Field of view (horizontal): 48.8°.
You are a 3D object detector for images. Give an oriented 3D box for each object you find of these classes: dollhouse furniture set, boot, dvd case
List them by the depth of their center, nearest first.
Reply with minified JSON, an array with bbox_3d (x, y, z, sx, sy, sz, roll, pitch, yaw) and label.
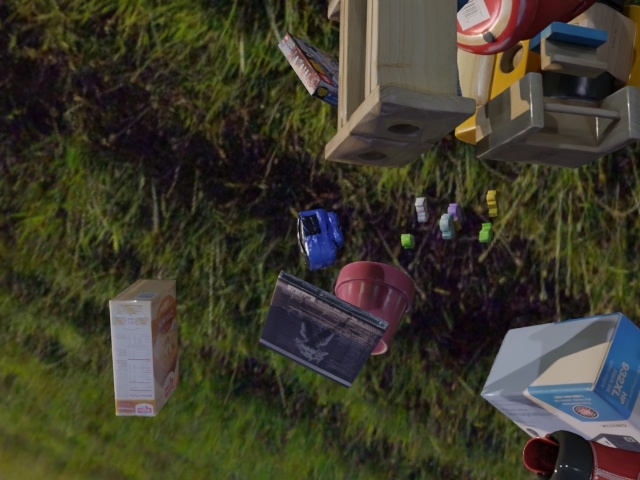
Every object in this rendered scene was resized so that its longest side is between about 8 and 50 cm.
[{"bbox_3d":[0.107,-0.125,0.510,0.183,0.129,0.129,5,169,-15],"label":"dollhouse furniture set"},{"bbox_3d":[0.309,0.241,0.746,0.176,0.088,0.244,15,176,22],"label":"boot"},{"bbox_3d":[-0.003,0.139,1.049,0.164,0.018,0.221,26,145,4],"label":"dvd case"}]

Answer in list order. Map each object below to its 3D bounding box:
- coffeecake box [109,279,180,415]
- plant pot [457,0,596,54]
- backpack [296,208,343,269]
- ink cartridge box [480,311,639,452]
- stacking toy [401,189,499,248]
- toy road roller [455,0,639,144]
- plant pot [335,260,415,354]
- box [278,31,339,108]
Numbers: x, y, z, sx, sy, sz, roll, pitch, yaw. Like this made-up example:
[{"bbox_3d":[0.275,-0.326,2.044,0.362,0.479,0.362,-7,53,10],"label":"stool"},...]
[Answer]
[{"bbox_3d":[-0.280,0.169,1.141,0.068,0.142,0.185,1,100,4],"label":"coffeecake box"},{"bbox_3d":[0.231,-0.332,0.860,0.191,0.174,0.191,35,145,30],"label":"plant pot"},{"bbox_3d":[0.000,0.000,1.543,0.101,0.120,0.098,-10,162,1],"label":"backpack"},{"bbox_3d":[0.429,0.256,1.025,0.307,0.129,0.223,39,152,-14],"label":"ink cartridge box"},{"bbox_3d":[0.259,-0.043,1.395,0.167,0.221,0.052,-5,109,21],"label":"stacking toy"},{"bbox_3d":[0.384,-0.252,1.103,0.240,0.202,0.329,15,171,-29],"label":"toy road roller"},{"bbox_3d":[0.125,0.179,1.772,0.201,0.180,0.201,11,149,7],"label":"plant pot"},{"bbox_3d":[0.004,-0.233,0.991,0.094,0.137,0.027,18,121,-40],"label":"box"}]
